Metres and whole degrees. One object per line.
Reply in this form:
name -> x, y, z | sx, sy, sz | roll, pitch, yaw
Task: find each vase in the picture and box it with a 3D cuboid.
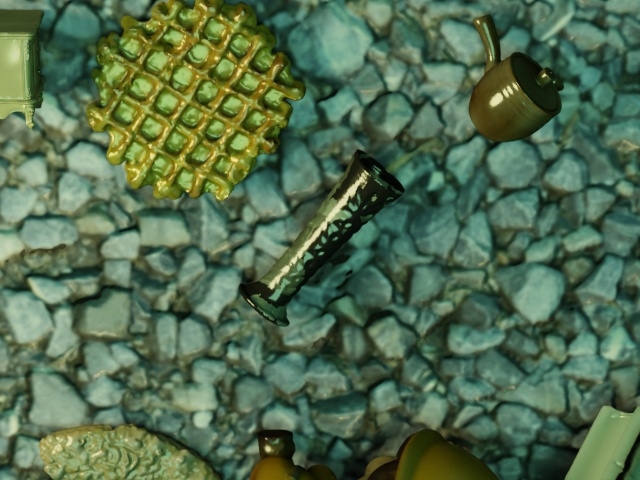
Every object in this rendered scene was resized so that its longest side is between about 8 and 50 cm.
vase -> 0.000, 0.000, 1.446 | 0.059, 0.059, 0.167 | 37, 103, -16

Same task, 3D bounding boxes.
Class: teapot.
teapot -> 0.162, -0.143, 1.419 | 0.080, 0.085, 0.110 | -37, 80, 32

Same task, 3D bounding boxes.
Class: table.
table -> -0.263, -0.143, 1.360 | 0.062, 0.079, 0.083 | 1, 112, -3

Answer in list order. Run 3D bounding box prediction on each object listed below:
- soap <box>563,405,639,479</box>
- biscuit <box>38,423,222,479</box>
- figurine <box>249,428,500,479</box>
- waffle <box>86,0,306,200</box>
soap -> 0.274, 0.290, 1.496 | 0.150, 0.094, 0.261 | 41, 66, -23
biscuit -> -0.150, 0.260, 1.543 | 0.133, 0.032, 0.250 | -28, 109, 4
figurine -> 0.054, 0.264, 1.488 | 0.257, 0.167, 0.192 | 6, 83, -5
waffle -> -0.111, -0.123, 1.402 | 0.191, 0.038, 0.191 | -2, 110, -5
